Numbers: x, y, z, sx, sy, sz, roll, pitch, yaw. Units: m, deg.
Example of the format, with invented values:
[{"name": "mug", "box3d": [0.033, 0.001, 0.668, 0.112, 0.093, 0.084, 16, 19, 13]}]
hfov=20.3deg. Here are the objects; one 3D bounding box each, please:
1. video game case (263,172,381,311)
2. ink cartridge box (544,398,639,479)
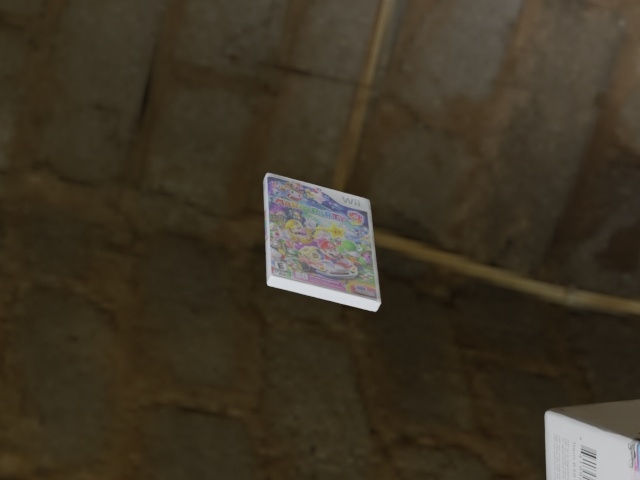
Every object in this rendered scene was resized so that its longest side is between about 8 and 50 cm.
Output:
[{"name": "video game case", "box3d": [0.000, 0.000, 1.344, 0.122, 0.087, 0.011, -94, 24, -50]}, {"name": "ink cartridge box", "box3d": [0.257, 0.193, 1.067, 0.232, 0.168, 0.171, -166, 74, -74]}]
